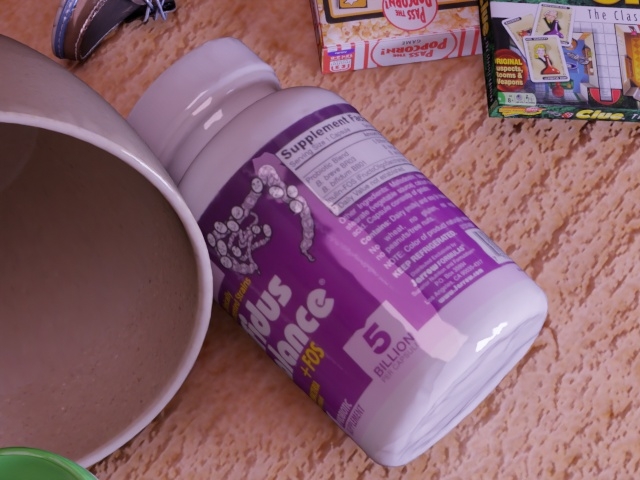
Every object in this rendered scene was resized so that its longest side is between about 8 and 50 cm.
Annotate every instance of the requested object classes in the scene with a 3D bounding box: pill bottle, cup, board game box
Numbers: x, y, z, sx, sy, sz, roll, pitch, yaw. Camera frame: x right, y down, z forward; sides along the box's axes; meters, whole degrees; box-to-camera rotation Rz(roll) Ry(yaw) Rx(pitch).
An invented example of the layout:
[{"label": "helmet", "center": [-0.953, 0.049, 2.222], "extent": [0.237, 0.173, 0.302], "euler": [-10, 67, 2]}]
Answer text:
[{"label": "pill bottle", "center": [0.000, 0.000, 1.219], "extent": [0.169, 0.169, 0.301], "euler": [-41, 73, -15]}, {"label": "cup", "center": [-0.259, -0.018, 1.175], "extent": [0.331, 0.331, 0.237], "euler": [-16, 43, -6]}, {"label": "board game box", "center": [0.058, -0.235, 1.380], "extent": [0.146, 0.045, 0.194], "euler": [-7, 68, -3]}, {"label": "board game box", "center": [0.251, -0.155, 1.333], "extent": [0.259, 0.030, 0.136], "euler": [1, 66, -11]}]

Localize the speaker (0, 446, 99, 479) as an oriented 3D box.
[{"label": "speaker", "center": [-0.170, 0.224, 1.056], "extent": [0.131, 0.296, 0.131], "euler": [1, 64, -1]}]

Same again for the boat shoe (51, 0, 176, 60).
[{"label": "boat shoe", "center": [-0.141, -0.207, 1.358], "extent": [0.066, 0.066, 0.183], "euler": [29, 71, 10]}]
